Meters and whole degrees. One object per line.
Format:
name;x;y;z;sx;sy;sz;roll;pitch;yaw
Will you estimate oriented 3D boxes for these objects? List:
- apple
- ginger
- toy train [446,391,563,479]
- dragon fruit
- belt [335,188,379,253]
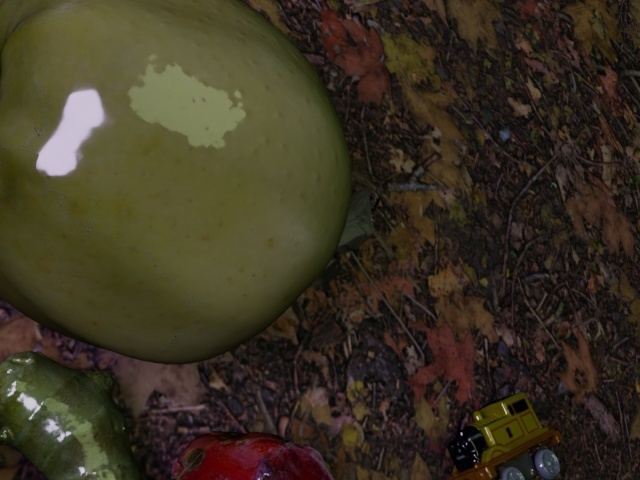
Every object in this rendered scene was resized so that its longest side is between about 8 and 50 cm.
apple;-0.158;-0.067;0.739;0.357;0.357;0.358;16;63;-35
ginger;-0.223;0.240;0.743;0.137;0.089;0.290;-8;82;-17
toy train;0.245;0.288;1.124;0.219;0.089;0.127;-10;69;-42
dragon fruit;-0.053;0.296;0.781;0.282;0.147;0.211;-65;138;-56
belt;0.000;0.000;1.051;0.232;0.053;0.071;-33;88;-43
